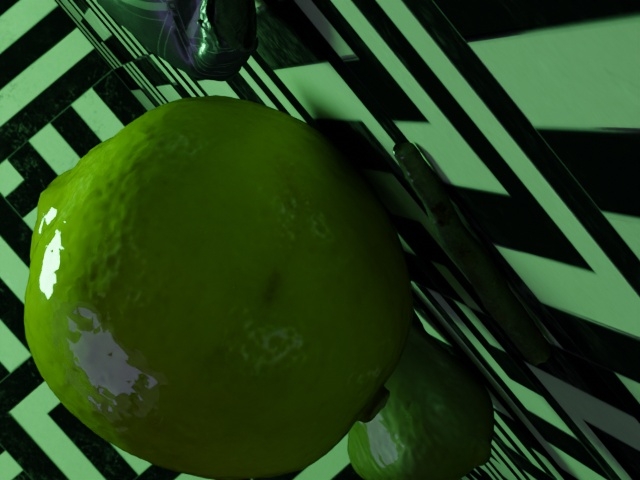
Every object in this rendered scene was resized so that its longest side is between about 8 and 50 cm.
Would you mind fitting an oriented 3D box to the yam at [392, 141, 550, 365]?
[{"bbox_3d":[0.110,0.010,1.243,0.027,0.029,0.234,5,142,43],"label":"yam"}]

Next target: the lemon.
[{"bbox_3d":[-0.086,0.045,1.482,0.348,0.348,0.348,49,175,5],"label":"lemon"}]

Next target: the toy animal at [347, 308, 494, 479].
[{"bbox_3d":[0.037,0.114,1.871,0.363,0.181,0.180,49,167,-10],"label":"toy animal"}]

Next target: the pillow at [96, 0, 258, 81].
[{"bbox_3d":[-0.140,-0.221,1.284,0.335,0.092,0.161,44,169,42],"label":"pillow"}]
